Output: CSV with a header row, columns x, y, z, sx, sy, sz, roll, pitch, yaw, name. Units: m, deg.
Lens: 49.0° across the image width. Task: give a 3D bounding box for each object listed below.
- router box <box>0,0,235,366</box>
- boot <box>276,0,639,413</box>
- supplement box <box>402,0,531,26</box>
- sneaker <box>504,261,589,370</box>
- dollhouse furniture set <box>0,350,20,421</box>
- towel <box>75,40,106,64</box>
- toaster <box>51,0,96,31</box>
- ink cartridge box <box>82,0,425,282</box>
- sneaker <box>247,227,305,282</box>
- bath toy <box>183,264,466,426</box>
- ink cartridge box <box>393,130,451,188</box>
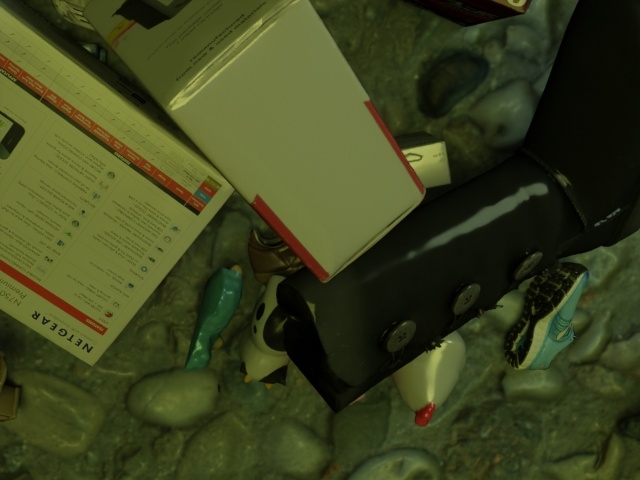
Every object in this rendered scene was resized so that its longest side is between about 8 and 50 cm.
x,y,z,sx,sy,sz,roll,pitch,yaw,name
-0.316,-0.063,0.825,0.335,0.082,0.301,38,103,-15,router box
0.154,-0.042,0.717,0.445,0.146,0.367,-25,134,-13,boot
0.135,-0.283,0.731,0.130,0.239,0.073,20,102,-6,supplement box
0.309,0.102,0.933,0.073,0.063,0.162,19,107,-24,sneaker
-0.434,0.124,0.883,0.101,0.161,0.182,-20,148,25,dollhouse furniture set
-0.403,-0.145,0.854,0.285,0.034,0.209,2,104,-3,towel
-0.188,-0.293,0.779,0.227,0.129,0.146,16,106,-12,toaster
-0.070,-0.133,0.644,0.131,0.306,0.226,-43,130,-2,ink cartridge box
0.000,0.000,0.885,0.188,0.066,0.071,-15,103,1,sneaker
0.013,0.145,0.887,0.348,0.151,0.129,15,63,-8,bath toy
0.098,-0.093,0.836,0.088,0.122,0.052,-11,103,1,ink cartridge box
